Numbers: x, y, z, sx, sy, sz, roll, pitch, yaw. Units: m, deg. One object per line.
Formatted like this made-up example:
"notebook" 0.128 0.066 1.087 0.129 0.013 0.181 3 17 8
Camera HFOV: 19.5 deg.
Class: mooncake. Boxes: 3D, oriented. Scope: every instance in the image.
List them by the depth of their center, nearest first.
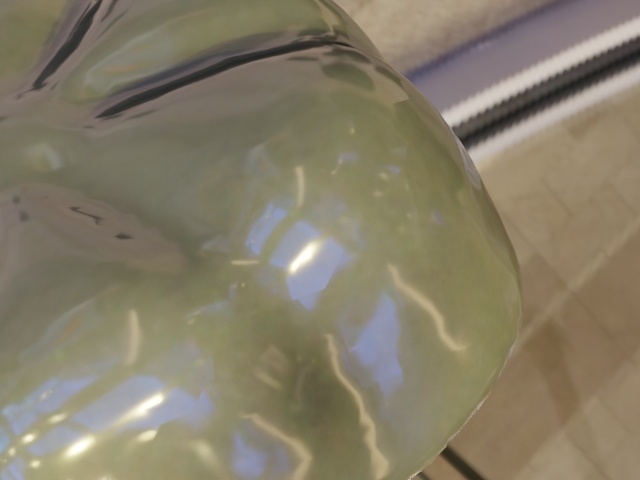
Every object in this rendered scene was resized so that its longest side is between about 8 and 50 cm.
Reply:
"mooncake" -0.080 0.014 0.593 0.275 0.275 0.135 -32 125 -9
